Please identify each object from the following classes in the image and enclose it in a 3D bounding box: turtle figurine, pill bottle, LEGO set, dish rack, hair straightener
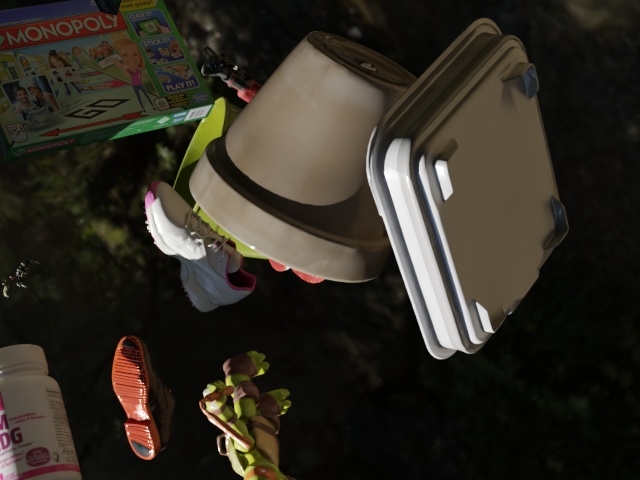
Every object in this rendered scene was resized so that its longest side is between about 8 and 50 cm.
[{"bbox_3d":[-0.069,0.246,1.357,0.269,0.087,0.217,47,-165,-24],"label":"turtle figurine"},{"bbox_3d":[-0.566,0.354,2.159,0.160,0.160,0.283,46,-158,-66],"label":"pill bottle"},{"bbox_3d":[-0.490,0.055,1.826,0.023,0.054,0.083,25,-154,17],"label":"LEGO set"},{"bbox_3d":[0.188,-0.051,1.277,0.072,0.285,0.332,11,136,37],"label":"dish rack"},{"bbox_3d":[-0.164,-0.288,1.957,0.089,0.047,0.230,47,-167,13],"label":"hair straightener"}]

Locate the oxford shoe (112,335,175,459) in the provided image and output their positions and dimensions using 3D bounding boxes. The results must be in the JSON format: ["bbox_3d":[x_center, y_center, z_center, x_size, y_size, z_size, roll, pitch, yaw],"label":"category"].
[{"bbox_3d":[-0.363,0.315,2.355,0.098,0.097,0.271,-28,-60,-49],"label":"oxford shoe"}]

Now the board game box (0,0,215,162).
[{"bbox_3d":[-0.334,-0.241,1.600,0.213,0.317,0.046,63,146,14],"label":"board game box"}]

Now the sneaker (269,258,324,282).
[{"bbox_3d":[0.000,0.000,1.837,0.221,0.128,0.087,18,131,62],"label":"sneaker"}]

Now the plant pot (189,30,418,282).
[{"bbox_3d":[0.007,-0.143,1.661,0.323,0.280,0.323,23,-159,-9],"label":"plant pot"}]

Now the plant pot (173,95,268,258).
[{"bbox_3d":[-0.138,-0.107,2.673,0.353,0.366,0.366,20,-163,-18],"label":"plant pot"}]

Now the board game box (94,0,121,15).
[{"bbox_3d":[-0.269,-0.376,1.417,0.026,0.126,0.186,14,171,4],"label":"board game box"}]

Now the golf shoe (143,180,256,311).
[{"bbox_3d":[-0.226,0.003,2.153,0.115,0.140,0.306,-74,-34,-46],"label":"golf shoe"}]
